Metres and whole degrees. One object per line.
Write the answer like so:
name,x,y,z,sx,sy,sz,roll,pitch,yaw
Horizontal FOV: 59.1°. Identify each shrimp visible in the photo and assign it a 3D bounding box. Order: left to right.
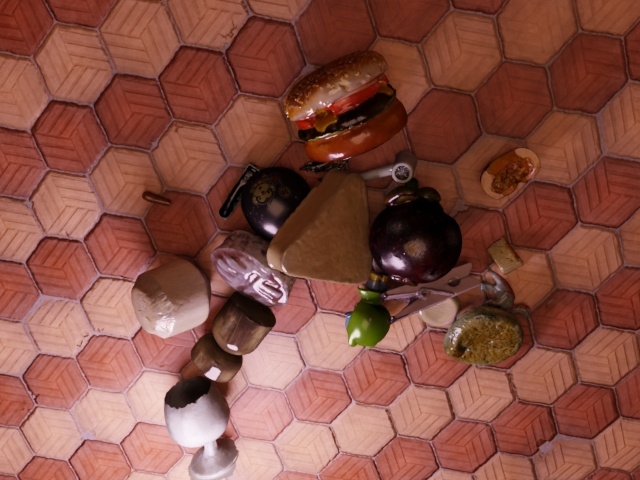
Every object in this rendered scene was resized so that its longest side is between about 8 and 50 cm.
shrimp,0.013,-0.222,1.810,0.160,0.034,0.091,-7,108,3

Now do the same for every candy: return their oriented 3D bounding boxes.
candy,-0.211,0.091,1.837,0.289,0.157,0.214,39,136,-12

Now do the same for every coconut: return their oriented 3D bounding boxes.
coconut,-0.470,0.185,1.850,0.237,0.265,0.238,23,126,36

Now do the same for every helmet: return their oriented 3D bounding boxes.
helmet,-0.126,-0.086,1.781,0.230,0.160,0.279,-23,113,2

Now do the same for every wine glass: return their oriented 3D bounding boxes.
wine glass,-0.422,0.659,2.002,0.237,0.238,0.323,-15,112,6

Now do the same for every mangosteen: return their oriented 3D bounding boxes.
mangosteen,0.291,-0.013,1.745,0.310,0.311,0.312,1,108,2

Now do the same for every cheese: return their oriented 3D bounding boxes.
cheese,0.000,-0.001,1.733,0.383,0.104,0.384,-15,115,-35
cheese,0.361,0.215,1.923,0.227,0.064,0.137,16,104,-5

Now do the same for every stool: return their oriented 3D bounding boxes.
stool,-0.295,0.324,1.919,0.179,0.179,0.264,36,105,-9

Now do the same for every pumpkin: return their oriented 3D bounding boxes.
pumpkin,0.586,-0.213,1.758,0.183,0.108,0.119,-34,97,19

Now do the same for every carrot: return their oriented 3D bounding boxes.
carrot,-0.540,-0.136,1.857,0.093,0.032,0.032,18,107,-10

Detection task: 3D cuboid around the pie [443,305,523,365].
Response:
pie,0.556,0.328,1.925,0.276,0.079,0.277,-3,130,-4

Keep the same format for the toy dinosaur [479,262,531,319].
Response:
toy dinosaur,0.617,0.174,1.908,0.167,0.053,0.242,-12,107,4

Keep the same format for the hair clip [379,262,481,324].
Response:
hair clip,0.357,0.167,1.845,0.330,0.085,0.101,-19,71,-13

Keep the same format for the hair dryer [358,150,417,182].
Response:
hair dryer,0.181,-0.213,1.772,0.236,0.131,0.073,-10,111,19

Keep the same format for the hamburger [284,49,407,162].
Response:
hamburger,0.066,-0.384,1.608,0.329,0.330,0.250,-21,112,8

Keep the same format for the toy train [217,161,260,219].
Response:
toy train,-0.266,-0.158,1.832,0.043,0.047,0.208,34,106,-8

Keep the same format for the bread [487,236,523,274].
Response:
bread,0.612,0.054,1.889,0.084,0.080,0.109,-36,68,12

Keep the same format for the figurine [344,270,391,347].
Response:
figurine,0.166,0.233,1.897,0.162,0.143,0.264,10,97,-39
